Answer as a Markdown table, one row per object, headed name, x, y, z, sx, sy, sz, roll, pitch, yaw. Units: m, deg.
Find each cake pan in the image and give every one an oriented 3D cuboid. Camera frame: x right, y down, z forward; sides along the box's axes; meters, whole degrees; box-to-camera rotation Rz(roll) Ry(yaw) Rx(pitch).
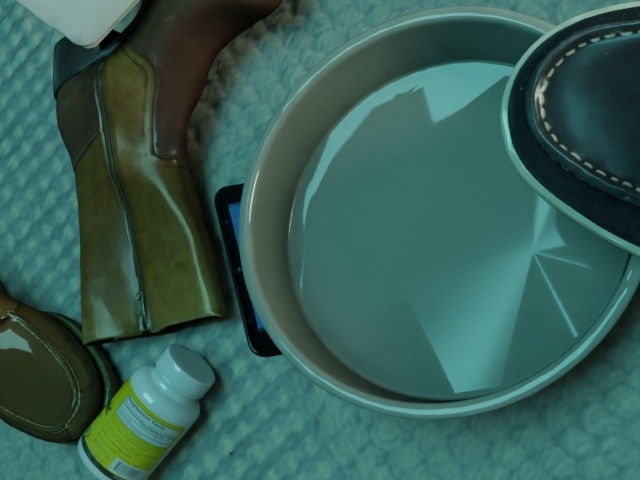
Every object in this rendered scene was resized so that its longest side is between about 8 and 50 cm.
| name | x | y | z | sx | sy | sz | roll | pitch | yaw |
| --- | --- | --- | --- | --- | --- | --- | --- | --- | --- |
| cake pan | 0.087 | -0.018 | 0.886 | 0.293 | 0.054 | 0.293 | -6 | 72 | 20 |

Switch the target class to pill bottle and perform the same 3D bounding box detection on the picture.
| name | x | y | z | sx | sy | sz | roll | pitch | yaw |
| --- | --- | --- | --- | --- | --- | --- | --- | --- | --- |
| pill bottle | -0.138 | 0.141 | 1.033 | 0.116 | 0.065 | 0.065 | -49 | 57 | 15 |

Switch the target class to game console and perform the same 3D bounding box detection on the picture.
| name | x | y | z | sx | sy | sz | roll | pitch | yaw |
| --- | --- | --- | --- | --- | --- | --- | --- | --- | --- |
| game console | 0.000 | 0.000 | 0.953 | 0.124 | 0.085 | 0.144 | -37 | 60 | 42 |

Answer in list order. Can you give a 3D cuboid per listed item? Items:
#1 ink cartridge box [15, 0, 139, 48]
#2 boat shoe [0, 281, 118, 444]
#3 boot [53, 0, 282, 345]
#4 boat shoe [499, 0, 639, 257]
| name | x | y | z | sx | sy | sz | roll | pitch | yaw |
| --- | --- | --- | --- | --- | --- | --- | --- | --- | --- |
| ink cartridge box | -0.239 | -0.314 | 1.074 | 0.114 | 0.197 | 0.273 | -41 | 37 | 21 |
| boat shoe | -0.308 | 0.089 | 1.138 | 0.307 | 0.104 | 0.111 | 27 | 95 | 36 |
| boot | -0.118 | -0.071 | 1.052 | 0.264 | 0.096 | 0.280 | -18 | 71 | 27 |
| boat shoe | 0.318 | -0.047 | 0.681 | 0.500 | 0.156 | 0.187 | 19 | 84 | 32 |
